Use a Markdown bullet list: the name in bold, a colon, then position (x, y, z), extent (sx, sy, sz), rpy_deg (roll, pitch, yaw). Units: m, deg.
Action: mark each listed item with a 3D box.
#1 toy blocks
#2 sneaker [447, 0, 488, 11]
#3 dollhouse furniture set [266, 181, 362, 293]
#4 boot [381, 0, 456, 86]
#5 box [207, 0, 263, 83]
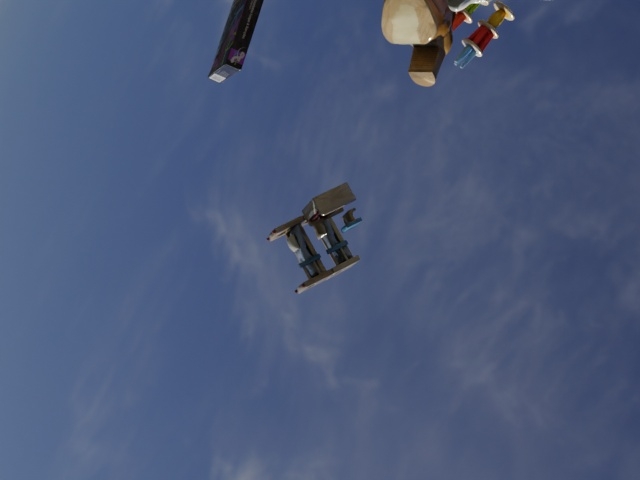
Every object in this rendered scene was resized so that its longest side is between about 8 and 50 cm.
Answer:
- **toy blocks**: position (0.302, -0.432, 1.768), extent (0.148, 0.054, 0.123), rpy_deg (-49, -120, 0)
- **sneaker**: position (0.266, -0.419, 1.448), extent (0.054, 0.061, 0.152), rpy_deg (15, -129, 40)
- **dollhouse furniture set**: position (0.000, 0.000, 1.612), extent (0.129, 0.129, 0.184), rpy_deg (61, -21, 6)
- **boot**: position (0.194, -0.449, 1.615), extent (0.104, 0.295, 0.211), rpy_deg (8, -110, 19)
- **box**: position (-0.123, -0.326, 1.312), extent (0.116, 0.029, 0.162), rpy_deg (-1, -110, 69)
